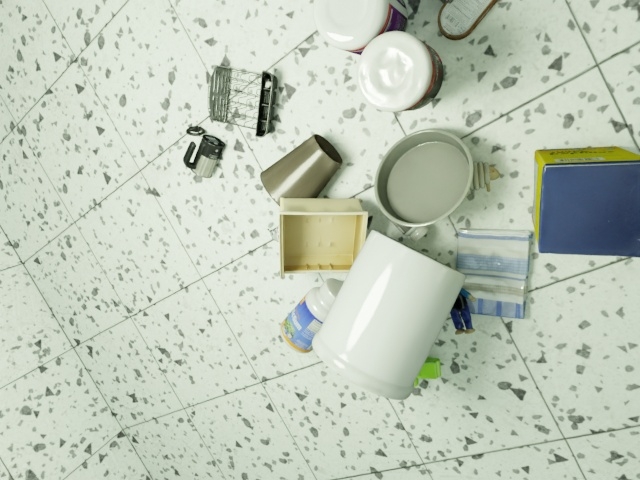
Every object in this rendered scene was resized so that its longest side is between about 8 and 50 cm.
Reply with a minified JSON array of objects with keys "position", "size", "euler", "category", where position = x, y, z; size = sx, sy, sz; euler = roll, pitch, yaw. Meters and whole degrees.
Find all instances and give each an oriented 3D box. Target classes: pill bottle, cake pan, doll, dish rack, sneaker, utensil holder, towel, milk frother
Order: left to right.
[{"position":[-0.433,-0.324,1.579],"size":[0.135,0.129,0.143],"euler":[-59,36,26],"category":"milk frother"},{"position":[-0.272,-0.473,1.465],"size":[0.271,0.074,0.208],"euler":[17,111,18],"category":"dish rack"},{"position":[-0.159,-0.040,1.570],"size":[0.069,0.038,0.098],"euler":[14,111,18],"category":"sneaker"},{"position":[-0.013,0.260,1.536],"size":[0.152,0.152,0.272],"euler":[42,117,7],"category":"pill bottle"},{"position":[0.118,-0.572,1.123],"size":[0.181,0.323,0.182],"euler":[7,108,21],"category":"pill bottle"},{"position":[0.203,0.205,1.282],"size":[0.327,0.327,0.386],"euler":[28,95,13],"category":"utensil holder"},{"position":[0.221,-0.425,1.127],"size":[0.176,0.318,0.176],"euler":[7,109,21],"category":"pill bottle"},{"position":[0.267,-0.063,1.355],"size":[0.137,0.078,0.078],"euler":[46,118,4],"category":"pill bottle"},{"position":[0.295,-0.174,1.252],"size":[0.293,0.054,0.293],"euler":[-11,70,32],"category":"cake pan"},{"position":[0.427,0.194,1.360],"size":[0.129,0.046,0.189],"euler":[-22,84,53],"category":"doll"},{"position":[0.519,0.100,1.324],"size":[0.209,0.034,0.285],"euler":[4,108,23],"category":"towel"}]

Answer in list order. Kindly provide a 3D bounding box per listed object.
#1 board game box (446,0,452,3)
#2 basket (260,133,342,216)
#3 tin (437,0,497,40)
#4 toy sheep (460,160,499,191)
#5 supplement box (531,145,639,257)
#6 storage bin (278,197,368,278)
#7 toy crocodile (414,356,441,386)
[{"position":[0.301,-0.790,1.060],"size":[0.232,0.141,0.291],"euler":[43,118,17],"category":"board game box"},{"position":[-0.053,-0.220,1.410],"size":[0.227,0.154,0.204],"euler":[-42,85,24],"category":"basket"},{"position":[0.392,-0.623,1.152],"size":[0.106,0.040,0.190],"euler":[41,117,2],"category":"tin"},{"position":[0.438,-0.181,1.242],"size":[0.132,0.091,0.091],"euler":[-6,104,19],"category":"toy sheep"},{"position":[0.616,-0.108,1.033],"size":[0.195,0.356,0.194],"euler":[2,107,23],"category":"supplement box"},{"position":[0.000,0.000,1.388],"size":[0.262,0.123,0.260],"euler":[-1,121,-5],"category":"storage bin"},{"position":[0.245,0.438,1.519],"size":[0.340,0.105,0.115],"euler":[-9,102,21],"category":"toy crocodile"}]
